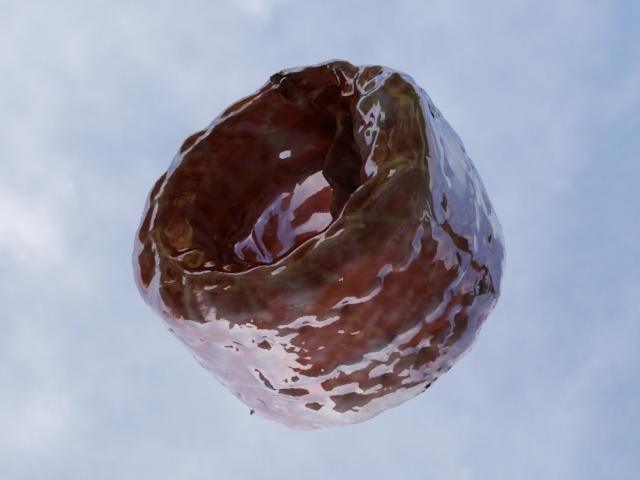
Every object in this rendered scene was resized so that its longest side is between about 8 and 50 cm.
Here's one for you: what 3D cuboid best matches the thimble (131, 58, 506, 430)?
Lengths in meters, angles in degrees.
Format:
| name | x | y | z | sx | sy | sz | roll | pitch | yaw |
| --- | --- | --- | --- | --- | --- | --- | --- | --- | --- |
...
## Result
| name | x | y | z | sx | sy | sz | roll | pitch | yaw |
| --- | --- | --- | --- | --- | --- | --- | --- | --- | --- |
| thimble | 0.000 | 0.000 | 1.118 | 0.239 | 0.162 | 0.239 | -22 | -138 | 22 |
